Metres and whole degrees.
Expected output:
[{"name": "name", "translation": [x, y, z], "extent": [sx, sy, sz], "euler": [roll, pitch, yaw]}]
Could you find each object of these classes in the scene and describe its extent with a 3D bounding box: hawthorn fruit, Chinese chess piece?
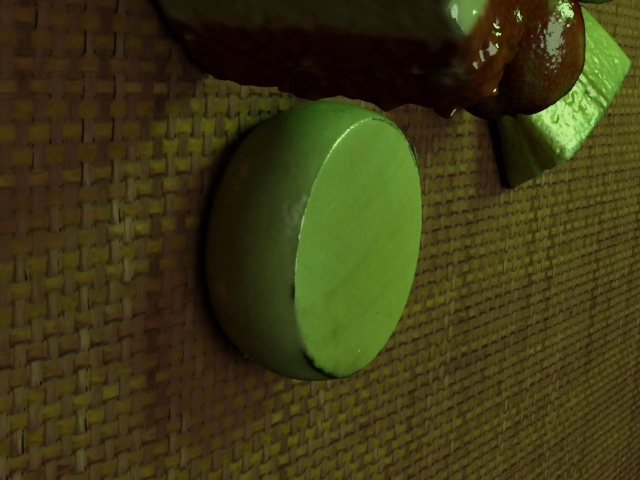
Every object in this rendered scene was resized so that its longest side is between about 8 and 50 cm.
[{"name": "hawthorn fruit", "translation": [0.208, -0.230, 1.250], "extent": [0.169, 0.169, 0.188], "euler": [-26, 116, -53]}, {"name": "Chinese chess piece", "translation": [0.000, 0.000, 1.021], "extent": [0.251, 0.097, 0.251], "euler": [-24, 119, -54]}]

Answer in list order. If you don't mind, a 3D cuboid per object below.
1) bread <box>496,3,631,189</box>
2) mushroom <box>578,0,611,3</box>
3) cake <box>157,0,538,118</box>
[{"name": "bread", "translation": [0.275, -0.210, 1.480], "extent": [0.178, 0.135, 0.240], "euler": [46, 53, -12]}, {"name": "mushroom", "translation": [0.441, -0.424, 1.579], "extent": [0.328, 0.159, 0.122], "euler": [-42, 151, -41]}, {"name": "cake", "translation": [0.011, -0.291, 0.796], "extent": [0.270, 0.269, 0.319], "euler": [-64, 146, -24]}]
